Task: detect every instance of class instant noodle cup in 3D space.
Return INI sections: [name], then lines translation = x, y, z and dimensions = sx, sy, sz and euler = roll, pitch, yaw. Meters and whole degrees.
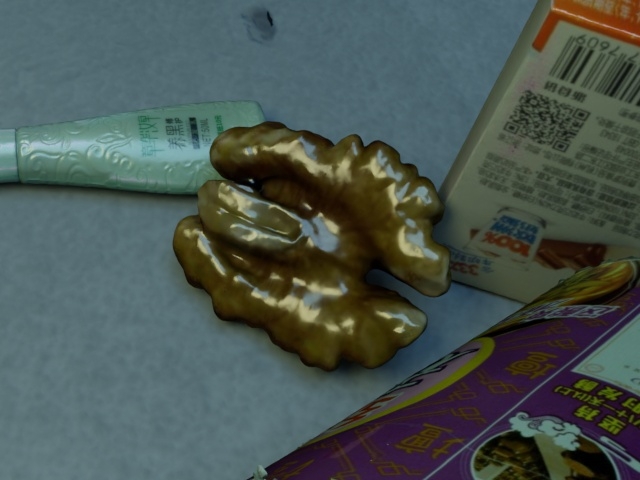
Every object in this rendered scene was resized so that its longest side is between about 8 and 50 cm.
[instant noodle cup]
translation = 0.128, 0.175, 0.534
dimensions = 0.340, 0.340, 0.266
euler = 45, 53, 14

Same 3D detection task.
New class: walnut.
[walnut]
translation = 0.000, 0.000, 0.719
dimensions = 0.170, 0.069, 0.143
euler = 28, 95, 11

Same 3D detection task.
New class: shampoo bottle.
[shampoo bottle]
translation = -0.129, -0.058, 0.756
dimensions = 0.190, 0.041, 0.069
euler = -3, 67, -14

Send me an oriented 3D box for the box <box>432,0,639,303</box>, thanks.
[box]
translation = 0.217, -0.021, 0.684
dimensions = 0.273, 0.265, 0.048
euler = 18, 57, -4
